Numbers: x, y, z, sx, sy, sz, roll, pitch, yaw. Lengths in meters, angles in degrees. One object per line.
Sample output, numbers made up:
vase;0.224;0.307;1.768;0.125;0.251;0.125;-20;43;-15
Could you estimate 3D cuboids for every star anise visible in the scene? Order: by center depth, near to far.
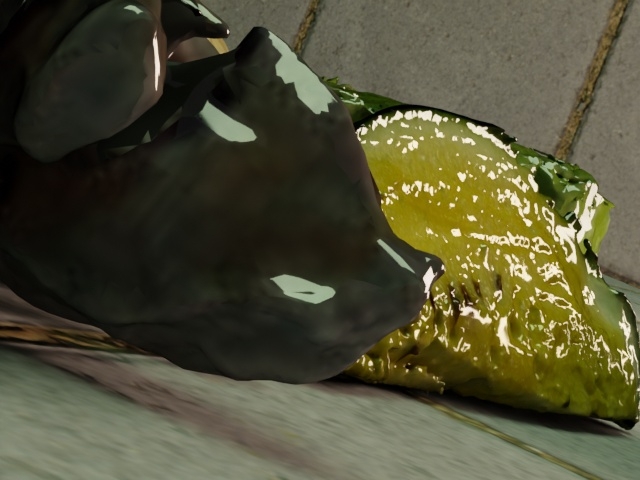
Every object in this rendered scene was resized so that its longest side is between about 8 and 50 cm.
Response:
star anise;-0.124;-0.067;0.550;0.359;0.139;0.316;37;-12;21

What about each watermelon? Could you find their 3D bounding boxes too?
watermelon;0.042;0.023;0.769;0.301;0.123;0.129;17;38;-53

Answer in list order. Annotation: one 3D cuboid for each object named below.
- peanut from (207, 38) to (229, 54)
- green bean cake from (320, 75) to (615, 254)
peanut;-0.132;-0.118;1.366;0.136;0.120;0.298;47;-3;-14
green bean cake;0.066;-0.021;1.122;0.200;0.113;0.214;22;5;-2
